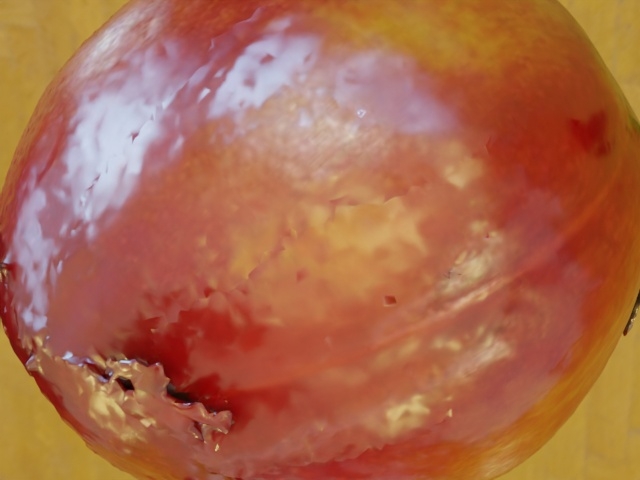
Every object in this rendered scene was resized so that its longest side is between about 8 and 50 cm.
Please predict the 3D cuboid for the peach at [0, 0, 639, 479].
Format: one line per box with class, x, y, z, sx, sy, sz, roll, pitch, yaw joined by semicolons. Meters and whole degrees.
peach;0.000;0.000;0.893;0.370;0.370;0.370;14;123;22
